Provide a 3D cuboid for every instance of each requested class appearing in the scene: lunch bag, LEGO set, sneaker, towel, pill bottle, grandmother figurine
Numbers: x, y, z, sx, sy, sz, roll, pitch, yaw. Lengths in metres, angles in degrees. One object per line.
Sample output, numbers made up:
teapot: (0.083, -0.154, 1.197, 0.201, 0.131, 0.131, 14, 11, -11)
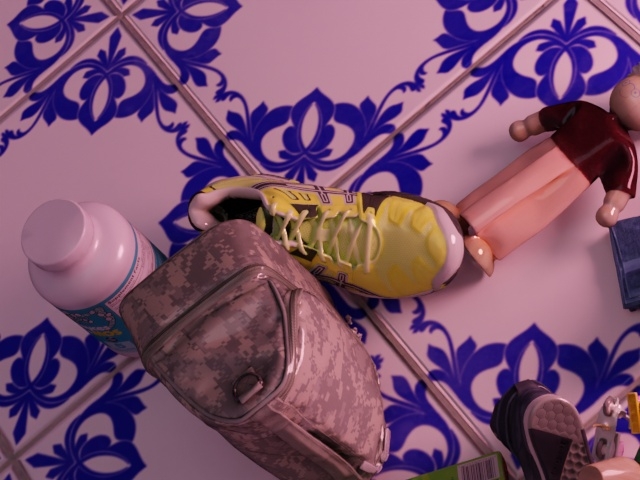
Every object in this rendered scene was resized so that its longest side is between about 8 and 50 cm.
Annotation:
lunch bag: (-0.058, 0.160, 1.888, 0.212, 0.305, 0.256, -35, 53, 7)
LEGO set: (0.451, 0.226, 1.760, 0.287, 0.107, 0.132, 20, 107, 31)
sneaker: (0.000, 0.000, 2.008, 0.385, 0.147, 0.145, 8, 98, 33)
towel: (0.390, 0.025, 1.917, 0.067, 0.029, 0.119, -14, 60, 16)
pill bottle: (-0.283, 0.043, 2.062, 0.146, 0.264, 0.146, -10, 61, 19)
grandmother figurine: (0.313, -0.099, 1.974, 0.342, 0.104, 0.208, -40, 64, 4)
sneaker: (0.265, 0.269, 1.821, 0.086, 0.163, 0.226, -14, 99, -10)

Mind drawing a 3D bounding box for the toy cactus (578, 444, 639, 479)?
toy cactus: (0.338, 0.244, 1.672, 0.112, 0.180, 0.219, 49, 120, 41)

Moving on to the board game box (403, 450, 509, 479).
board game box: (0.100, 0.338, 1.862, 0.259, 0.039, 0.124, -17, 39, 12)
